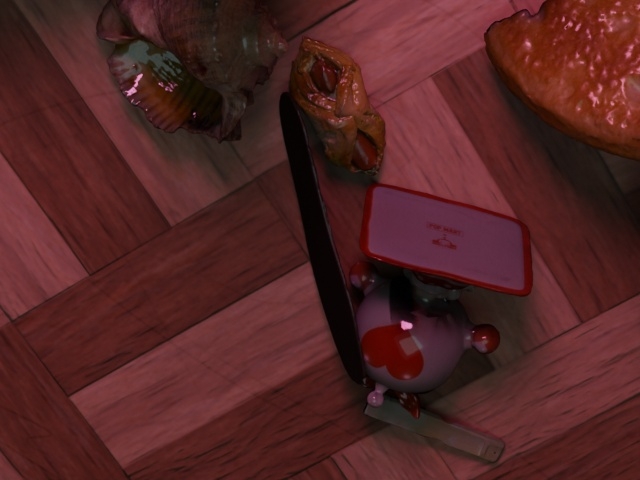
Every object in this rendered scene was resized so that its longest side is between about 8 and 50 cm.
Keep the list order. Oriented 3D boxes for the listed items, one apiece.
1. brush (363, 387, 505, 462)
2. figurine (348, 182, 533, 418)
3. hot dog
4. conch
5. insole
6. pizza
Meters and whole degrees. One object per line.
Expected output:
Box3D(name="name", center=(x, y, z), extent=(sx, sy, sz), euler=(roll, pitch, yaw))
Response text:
Box3D(name="brush", center=(0.129, 0.212, 1.682), extent=(0.179, 0.030, 0.033), euler=(23, 104, -17))
Box3D(name="figurine", center=(0.106, 0.087, 1.581), extent=(0.184, 0.160, 0.226), euler=(15, 120, -2))
Box3D(name="hot dog", center=(0.021, -0.135, 1.534), extent=(0.078, 0.061, 0.169), euler=(-27, 107, 11))
Box3D(name="conch", center=(-0.130, -0.192, 1.477), extent=(0.245, 0.163, 0.178), euler=(11, 97, 30))
Box3D(name="insole", center=(0.000, 0.000, 1.564), extent=(0.007, 0.111, 0.327), euler=(-17, 102, -17))
Box3D(name="pizza", center=(0.358, -0.196, 1.419), extent=(0.409, 0.114, 0.277), euler=(3, 72, 22))
